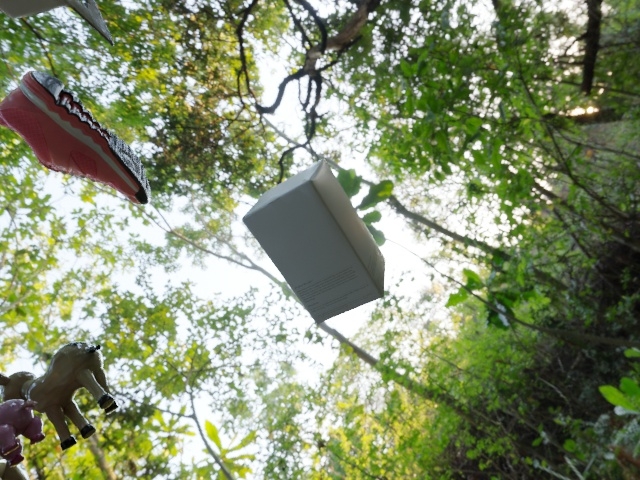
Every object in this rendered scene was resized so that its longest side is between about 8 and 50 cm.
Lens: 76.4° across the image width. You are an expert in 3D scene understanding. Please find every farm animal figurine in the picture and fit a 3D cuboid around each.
[{"bbox_3d":[-0.462,0.272,0.530,0.330,0.172,0.327,-25,-26,-45],"label":"farm animal figurine"}]

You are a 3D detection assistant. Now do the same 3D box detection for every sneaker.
[{"bbox_3d":[-0.482,-0.176,0.820,0.136,0.116,0.314,-33,-52,4],"label":"sneaker"}]

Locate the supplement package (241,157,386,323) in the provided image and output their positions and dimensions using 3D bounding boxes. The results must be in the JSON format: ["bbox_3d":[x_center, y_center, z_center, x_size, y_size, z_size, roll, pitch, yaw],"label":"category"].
[{"bbox_3d":[0.000,0.000,0.905,0.293,0.177,0.175,57,-157,-17],"label":"supplement package"}]

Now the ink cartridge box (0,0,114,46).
[{"bbox_3d":[-0.383,-0.348,0.387,0.069,0.176,0.371,-39,-32,8],"label":"ink cartridge box"}]
